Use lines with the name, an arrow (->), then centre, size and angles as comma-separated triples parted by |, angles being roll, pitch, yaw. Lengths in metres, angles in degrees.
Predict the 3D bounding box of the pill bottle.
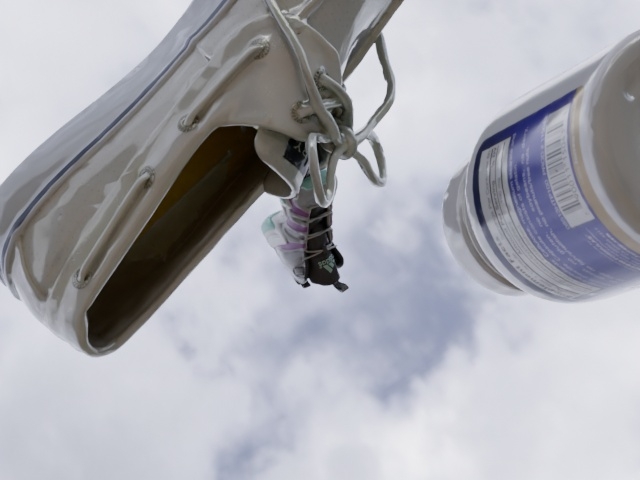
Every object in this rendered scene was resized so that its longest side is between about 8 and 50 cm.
pill bottle -> 0.135, -0.028, 0.859 | 0.112, 0.186, 0.112 | 4, -102, -20

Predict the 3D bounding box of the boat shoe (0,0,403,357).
boat shoe -> -0.030, -0.071, 1.040 | 0.367, 0.156, 0.136 | -43, -33, -4

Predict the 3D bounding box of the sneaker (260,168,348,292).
sneaker -> 0.000, 0.000, 1.089 | 0.038, 0.098, 0.069 | -23, -104, -21
